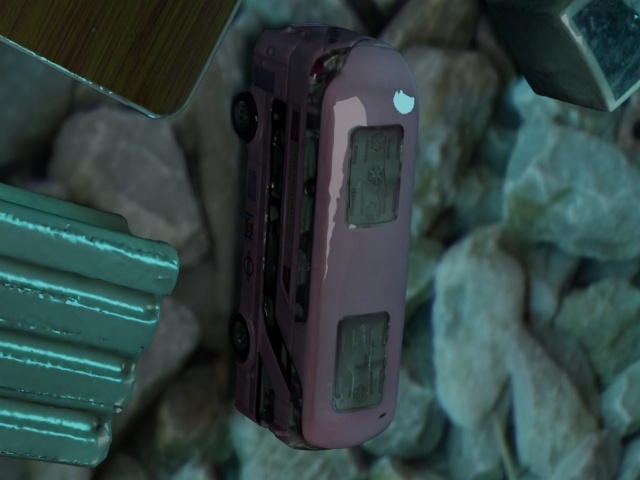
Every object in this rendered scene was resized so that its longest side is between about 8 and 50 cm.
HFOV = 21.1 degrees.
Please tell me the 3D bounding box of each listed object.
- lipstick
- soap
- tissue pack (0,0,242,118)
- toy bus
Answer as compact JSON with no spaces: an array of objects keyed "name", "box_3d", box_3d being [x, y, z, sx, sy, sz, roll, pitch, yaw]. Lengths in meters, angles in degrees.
[{"name":"lipstick","box_3d":[0.213,-0.183,0.905,0.289,0.076,0.077,-42,122,-13]},{"name":"soap","box_3d":[-0.163,0.027,0.732,0.198,0.063,0.115,18,98,-45]},{"name":"tissue pack","box_3d":[-0.093,-0.199,0.667,0.159,0.136,0.246,25,92,-46]},{"name":"toy bus","box_3d":[0.000,0.000,0.828,0.063,0.090,0.203,-7,110,-30]}]
